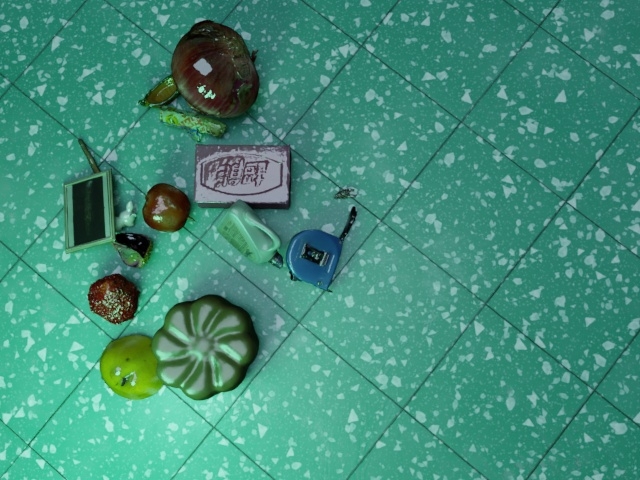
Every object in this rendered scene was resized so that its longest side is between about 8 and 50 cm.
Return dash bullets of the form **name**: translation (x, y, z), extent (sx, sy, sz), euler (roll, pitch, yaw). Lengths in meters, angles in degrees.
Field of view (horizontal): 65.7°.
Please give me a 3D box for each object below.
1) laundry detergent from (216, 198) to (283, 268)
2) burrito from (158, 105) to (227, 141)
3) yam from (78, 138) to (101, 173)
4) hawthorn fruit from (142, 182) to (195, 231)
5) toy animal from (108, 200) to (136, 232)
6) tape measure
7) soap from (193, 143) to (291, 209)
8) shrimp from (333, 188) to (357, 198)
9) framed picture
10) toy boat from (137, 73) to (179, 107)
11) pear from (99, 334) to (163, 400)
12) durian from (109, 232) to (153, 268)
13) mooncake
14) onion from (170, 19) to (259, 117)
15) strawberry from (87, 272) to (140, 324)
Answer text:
- **laundry detergent**: translation (-0.235, -0.006, 1.812), extent (0.280, 0.215, 0.105), euler (42, 53, -3)
- **burrito**: translation (-0.503, -0.446, 1.929), extent (0.288, 0.054, 0.104), euler (15, 113, 5)
- **yam**: translation (-0.895, -0.300, 1.946), extent (0.029, 0.027, 0.234), euler (-26, 83, -36)
- **hawthorn fruit**: translation (-0.559, -0.114, 1.853), extent (0.200, 0.179, 0.179), euler (19, 85, -10)
- **toy animal**: translation (-0.756, -0.085, 1.902), extent (0.124, 0.085, 0.071), euler (-27, 67, -6)
- **tape measure**: translation (0.000, 0.000, 1.845), extent (0.215, 0.098, 0.351), euler (21, 82, -14)
- **soap**: translation (-0.291, -0.241, 1.876), extent (0.359, 0.128, 0.233), euler (1, 84, 0)
- **shrimp**: translation (0.095, -0.182, 1.910), extent (0.092, 0.029, 0.038), euler (-3, 76, -4)
- **framed picture**: translation (-0.884, -0.113, 1.885), extent (0.231, 0.018, 0.293), euler (-14, 74, 14)
- **toy boat**: translation (-0.606, -0.589, 1.936), extent (0.229, 0.088, 0.089), euler (-38, 84, -2)
- **pear**: translation (-0.699, 0.463, 1.798), extent (0.266, 0.178, 0.267), euler (0, 81, 0)
- **durian**: translation (-0.707, 0.043, 1.889), extent (0.186, 0.119, 0.108), euler (23, 124, 16)
- **mooncake**: translation (-0.411, 0.378, 1.779), extent (0.378, 0.201, 0.379), euler (0, 83, -2)
- **onion**: translation (-0.374, -0.623, 1.825), extent (0.353, 0.353, 0.354), euler (0, 85, 2)
- **strawberry**: translation (-0.760, 0.205, 1.816), extent (0.184, 0.201, 0.187), euler (1, 65, -16)
